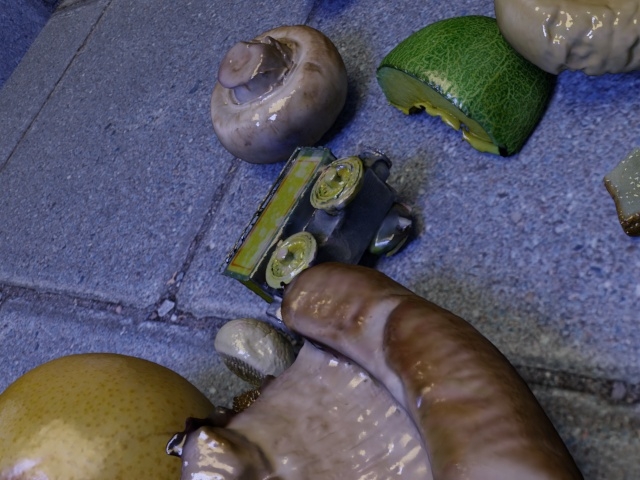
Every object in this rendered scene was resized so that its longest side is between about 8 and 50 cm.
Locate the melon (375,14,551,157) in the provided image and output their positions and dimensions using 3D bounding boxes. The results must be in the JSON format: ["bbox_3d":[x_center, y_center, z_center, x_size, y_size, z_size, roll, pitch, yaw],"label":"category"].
[{"bbox_3d":[0.188,-0.240,0.950,0.169,0.129,0.265,-47,39,-4],"label":"melon"}]

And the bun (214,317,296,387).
[{"bbox_3d":[-0.074,0.138,0.892,0.115,0.115,0.069,7,56,45],"label":"bun"}]

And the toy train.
[{"bbox_3d":[0.000,0.000,0.921,0.177,0.134,0.260,10,64,55],"label":"toy train"}]

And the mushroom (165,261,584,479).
[{"bbox_3d":[0.103,0.199,0.635,0.397,0.224,0.313,9,51,38],"label":"mushroom"}]

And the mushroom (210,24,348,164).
[{"bbox_3d":[-0.076,-0.236,1.141,0.255,0.184,0.254,-18,62,37],"label":"mushroom"}]

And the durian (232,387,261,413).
[{"bbox_3d":[-0.079,0.212,0.854,0.080,0.080,0.091,-50,51,-2],"label":"durian"}]

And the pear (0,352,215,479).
[{"bbox_3d":[-0.242,0.272,0.791,0.314,0.314,0.314,-24,45,26],"label":"pear"}]

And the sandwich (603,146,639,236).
[{"bbox_3d":[0.346,-0.059,0.728,0.105,0.036,0.093,-22,45,26],"label":"sandwich"}]

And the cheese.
[{"bbox_3d":[0.315,-0.286,0.841,0.214,0.117,0.225,-8,50,11],"label":"cheese"}]
